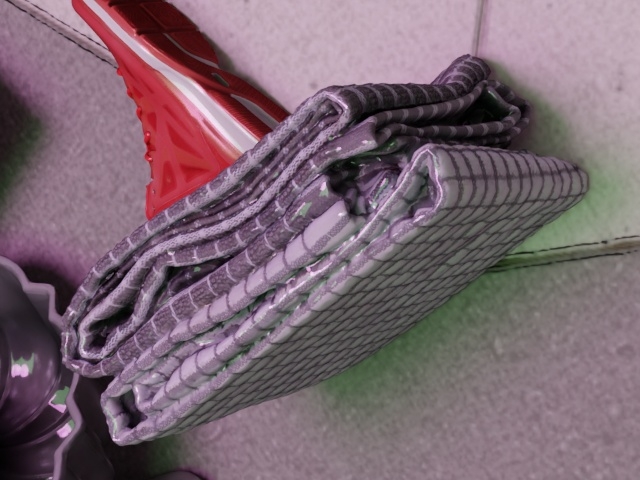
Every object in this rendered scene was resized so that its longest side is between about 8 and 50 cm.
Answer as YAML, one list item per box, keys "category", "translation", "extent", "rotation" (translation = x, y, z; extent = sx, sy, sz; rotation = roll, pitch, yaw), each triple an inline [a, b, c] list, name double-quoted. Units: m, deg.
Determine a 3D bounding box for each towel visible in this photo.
- category: "towel"
  translation: [0.000, 0.000, 0.886]
  extent: [0.283, 0.235, 0.121]
  rotation: [-40, 74, 28]

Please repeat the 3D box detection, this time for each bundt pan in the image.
- category: "bundt pan"
  translation: [-0.300, 0.177, 1.081]
  extent: [0.330, 0.124, 0.331]
  rotation: [-12, 55, 17]

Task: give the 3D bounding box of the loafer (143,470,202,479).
- category: "loafer"
  translation: [-0.195, 0.253, 1.124]
  extent: [0.251, 0.087, 0.094]
  rotation: [-30, 85, 30]

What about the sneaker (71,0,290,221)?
- category: "sneaker"
  translation: [-0.122, -0.086, 1.021]
  extent: [0.221, 0.087, 0.128]
  rotation: [44, 115, 16]
